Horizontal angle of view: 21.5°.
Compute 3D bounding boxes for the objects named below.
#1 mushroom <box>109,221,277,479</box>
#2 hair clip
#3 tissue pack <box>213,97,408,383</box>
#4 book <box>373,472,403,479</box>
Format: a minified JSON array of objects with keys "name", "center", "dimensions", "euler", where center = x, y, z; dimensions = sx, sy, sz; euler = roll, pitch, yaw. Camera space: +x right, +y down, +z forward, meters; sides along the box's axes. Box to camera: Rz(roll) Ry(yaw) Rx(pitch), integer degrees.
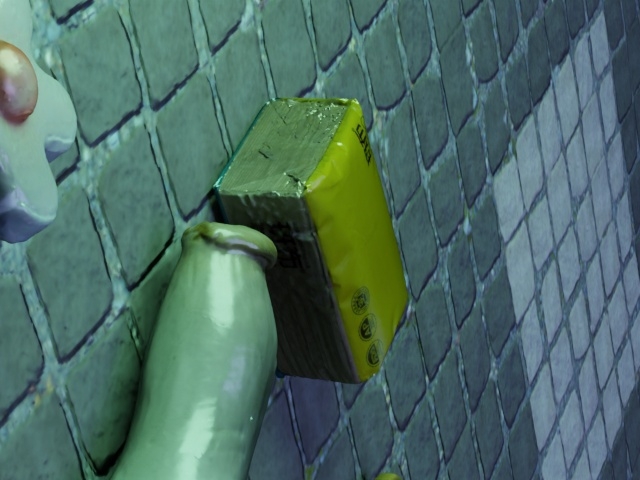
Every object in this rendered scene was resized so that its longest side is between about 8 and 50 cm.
[{"name":"mushroom","center":[-0.083,0.141,0.977],"dimensions":[0.109,0.097,0.351],"euler":[64,30,-49]},{"name":"hair clip","center":[-0.179,-0.124,0.795],"dimensions":[0.146,0.075,0.257],"euler":[-15,98,-61]},{"name":"tissue pack","center":[0.000,0.000,1.171],"dimensions":[0.120,0.082,0.169],"euler":[-62,143,-49]},{"name":"book","center":[-0.009,0.358,1.206],"dimensions":[0.389,0.032,0.269],"euler":[-33,121,-61]}]
